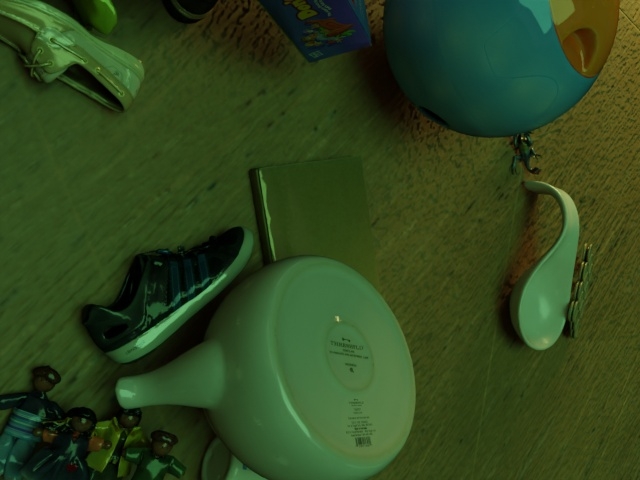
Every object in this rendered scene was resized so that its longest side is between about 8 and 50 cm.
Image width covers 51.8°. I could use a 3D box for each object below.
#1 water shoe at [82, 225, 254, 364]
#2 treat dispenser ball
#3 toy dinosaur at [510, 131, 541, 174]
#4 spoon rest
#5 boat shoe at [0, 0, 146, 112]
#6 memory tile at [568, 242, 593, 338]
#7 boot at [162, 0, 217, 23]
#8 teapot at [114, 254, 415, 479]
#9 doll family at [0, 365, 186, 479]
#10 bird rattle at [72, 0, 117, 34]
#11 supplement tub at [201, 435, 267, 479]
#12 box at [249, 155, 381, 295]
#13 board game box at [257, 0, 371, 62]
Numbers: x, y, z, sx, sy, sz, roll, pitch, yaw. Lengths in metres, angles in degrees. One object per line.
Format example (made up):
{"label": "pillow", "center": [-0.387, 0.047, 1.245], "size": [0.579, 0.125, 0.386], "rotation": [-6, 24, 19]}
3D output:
{"label": "water shoe", "center": [-0.152, 0.037, 0.685], "size": [0.203, 0.073, 0.080], "rotation": [-46, 112, -29]}
{"label": "treat dispenser ball", "center": [0.223, -0.276, 0.839], "size": [0.288, 0.288, 0.288], "rotation": [1, 88, -37]}
{"label": "toy dinosaur", "center": [0.342, -0.149, 1.082], "size": [0.082, 0.047, 0.090], "rotation": [50, 49, -45]}
{"label": "spoon rest", "center": [0.365, 0.039, 1.064], "size": [0.137, 0.084, 0.276], "rotation": [12, 81, -38]}
{"label": "boat shoe", "center": [-0.248, -0.175, 0.625], "size": [0.170, 0.063, 0.059], "rotation": [22, 70, -35]}
{"label": "memory tile", "center": [0.451, 0.088, 1.143], "size": [0.148, 0.012, 0.113], "rotation": [-67, 150, -20]}
{"label": "boot", "center": [-0.127, -0.341, 0.674], "size": [0.077, 0.137, 0.197], "rotation": [-28, 104, -34]}
{"label": "teapot", "center": [-0.032, 0.148, 0.702], "size": [0.256, 0.187, 0.252], "rotation": [51, 38, -13]}
{"label": "doll family", "center": [-0.224, 0.193, 0.627], "size": [0.193, 0.076, 0.111], "rotation": [28, 77, -30]}
{"label": "bird rattle", "center": [-0.191, -0.326, 0.611], "size": [0.207, 0.143, 0.253], "rotation": [-2, 83, -2]}
{"label": "supplement tub", "center": [-0.072, 0.259, 0.740], "size": [0.107, 0.071, 0.071], "rotation": [27, 73, -34]}
{"label": "box", "center": [0.000, 0.000, 0.831], "size": [0.164, 0.021, 0.201], "rotation": [-12, 96, -36]}
{"label": "board game box", "center": [-0.037, -0.390, 0.661], "size": [0.233, 0.078, 0.347], "rotation": [26, 54, -70]}
